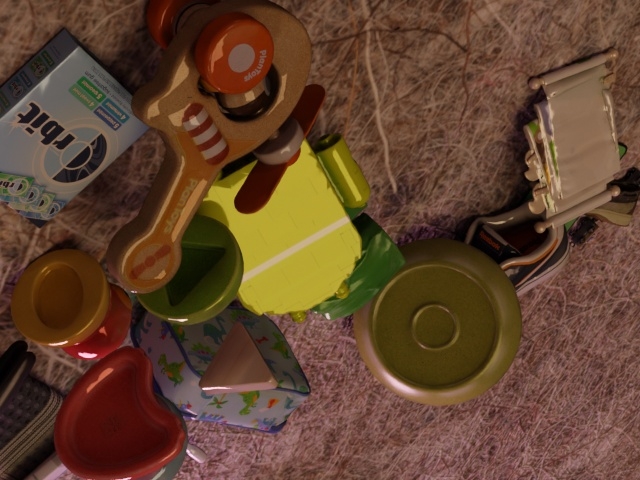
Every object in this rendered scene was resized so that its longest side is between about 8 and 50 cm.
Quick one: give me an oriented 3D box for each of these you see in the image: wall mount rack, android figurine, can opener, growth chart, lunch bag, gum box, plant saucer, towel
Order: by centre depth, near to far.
[{"bbox_3d":[-0.291,-0.118,1.565,0.184,0.041,0.157,-43,142,3],"label":"gum box"},{"bbox_3d":[-0.399,0.198,1.705,0.186,0.059,0.073,-47,144,8],"label":"can opener"},{"bbox_3d":[-0.057,-0.024,1.739,0.248,0.056,0.273,-31,112,0],"label":"android figurine"},{"bbox_3d":[-0.493,0.264,1.787,0.324,0.056,0.312,-43,145,2],"label":"towel"},{"bbox_3d":[-0.130,0.155,1.864,0.219,0.176,0.090,14,124,-44],"label":"lunch bag"},{"bbox_3d":[-0.298,0.331,1.949,0.350,0.130,0.304,-41,174,3],"label":"wall mount rack"},{"bbox_3d":[0.353,-0.137,2.019,0.172,0.021,0.237,-16,113,-23],"label":"growth chart"},{"bbox_3d":[0.162,0.118,2.027,0.241,0.241,0.037,-48,178,12],"label":"plant saucer"}]

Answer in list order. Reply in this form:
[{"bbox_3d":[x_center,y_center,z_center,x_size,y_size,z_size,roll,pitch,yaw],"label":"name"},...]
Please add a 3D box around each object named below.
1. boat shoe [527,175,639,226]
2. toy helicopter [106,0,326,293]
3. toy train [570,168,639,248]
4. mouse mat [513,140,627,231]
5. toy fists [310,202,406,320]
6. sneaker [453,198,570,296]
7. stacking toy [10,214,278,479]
[{"bbox_3d":[0.393,-0.078,2.130,0.223,0.080,0.073,14,105,-42],"label":"boat shoe"},{"bbox_3d":[-0.121,-0.097,1.593,0.235,0.140,0.355,18,105,-43],"label":"toy helicopter"},{"bbox_3d":[0.447,-0.048,2.250,0.158,0.027,0.036,-47,152,10],"label":"toy train"},{"bbox_3d":[0.369,-0.079,2.170,0.152,0.007,0.190,10,120,-44],"label":"mouse mat"},{"bbox_3d":[0.000,0.000,1.881,0.142,0.096,0.279,-44,141,-6],"label":"toy fists"},{"bbox_3d":[0.222,0.056,2.093,0.321,0.126,0.127,-41,146,-10],"label":"sneaker"},{"bbox_3d":[-0.186,0.134,1.669,0.279,0.309,0.130,-24,150,5],"label":"stacking toy"}]
